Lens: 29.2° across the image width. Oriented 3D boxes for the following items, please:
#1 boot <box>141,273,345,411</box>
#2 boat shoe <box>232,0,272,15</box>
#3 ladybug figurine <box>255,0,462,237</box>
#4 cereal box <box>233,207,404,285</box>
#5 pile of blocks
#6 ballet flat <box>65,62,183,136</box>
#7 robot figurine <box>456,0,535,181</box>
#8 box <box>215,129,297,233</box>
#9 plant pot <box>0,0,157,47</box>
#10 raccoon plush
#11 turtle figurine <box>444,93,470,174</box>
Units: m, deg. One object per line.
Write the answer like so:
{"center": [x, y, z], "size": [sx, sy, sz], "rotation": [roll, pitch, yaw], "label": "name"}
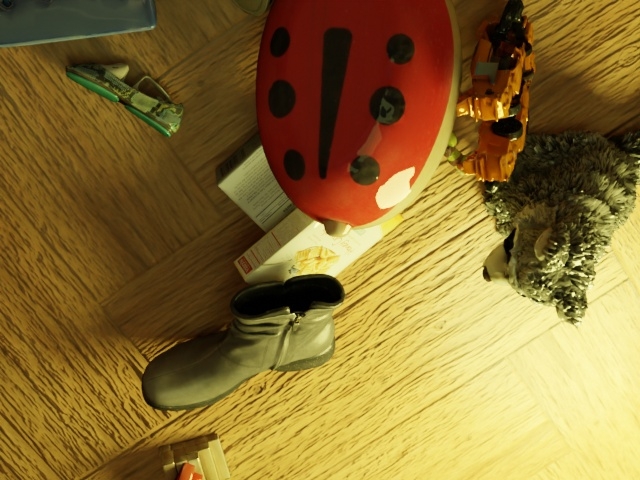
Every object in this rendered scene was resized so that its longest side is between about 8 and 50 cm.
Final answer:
{"center": [-0.131, 0.146, 1.925], "size": [0.338, 0.118, 0.223], "rotation": [-20, 154, -11], "label": "boot"}
{"center": [-0.101, -0.480, 1.715], "size": [0.113, 0.127, 0.340], "rotation": [-44, 135, -31], "label": "boat shoe"}
{"center": [0.042, -0.228, 1.744], "size": [0.305, 0.162, 0.450], "rotation": [3, 90, 16], "label": "ladybug figurine"}
{"center": [0.000, 0.000, 1.930], "size": [0.240, 0.047, 0.173], "rotation": [-41, 149, 8], "label": "cereal box"}
{"center": [-0.228, 0.514, 2.122], "size": [0.148, 0.113, 0.362], "rotation": [8, 112, -13], "label": "pile of blocks"}
{"center": [-0.287, -0.226, 1.831], "size": [0.188, 0.070, 0.070], "rotation": [31, 105, -22], "label": "ballet flat"}
{"center": [0.263, -0.228, 1.808], "size": [0.085, 0.291, 0.211], "rotation": [1, 128, 16], "label": "robot figurine"}
{"center": [-0.072, -0.094, 1.909], "size": [0.126, 0.072, 0.137], "rotation": [-41, 112, 10], "label": "box"}
{"center": [-0.350, -0.385, 1.658], "size": [0.235, 0.236, 0.212], "rotation": [-7, 107, -7], "label": "plant pot"}
{"center": [0.436, -0.072, 1.879], "size": [0.446, 0.299, 0.216], "rotation": [-40, 113, 8], "label": "raccoon plush"}
{"center": [0.151, -0.176, 1.889], "size": [0.217, 0.087, 0.269], "rotation": [-48, 133, -19], "label": "turtle figurine"}
